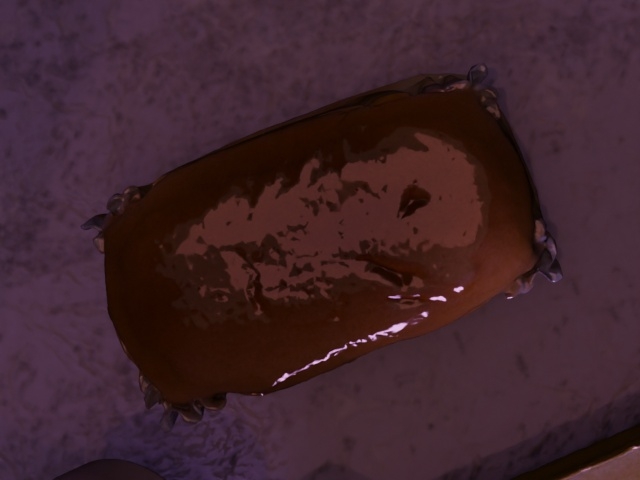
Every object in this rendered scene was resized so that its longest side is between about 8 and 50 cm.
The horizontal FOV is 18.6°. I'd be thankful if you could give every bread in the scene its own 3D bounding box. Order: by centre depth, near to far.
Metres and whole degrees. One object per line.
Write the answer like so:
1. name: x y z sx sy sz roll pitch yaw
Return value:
1. bread: 0.000 0.000 1.077 0.241 0.107 0.136 -21 94 9

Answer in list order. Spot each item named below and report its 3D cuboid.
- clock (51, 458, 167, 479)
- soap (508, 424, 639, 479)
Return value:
1. clock: -0.064 0.295 1.044 0.309 0.114 0.284 30 117 22
2. soap: 0.150 0.218 1.082 0.315 0.091 0.199 -26 90 9
